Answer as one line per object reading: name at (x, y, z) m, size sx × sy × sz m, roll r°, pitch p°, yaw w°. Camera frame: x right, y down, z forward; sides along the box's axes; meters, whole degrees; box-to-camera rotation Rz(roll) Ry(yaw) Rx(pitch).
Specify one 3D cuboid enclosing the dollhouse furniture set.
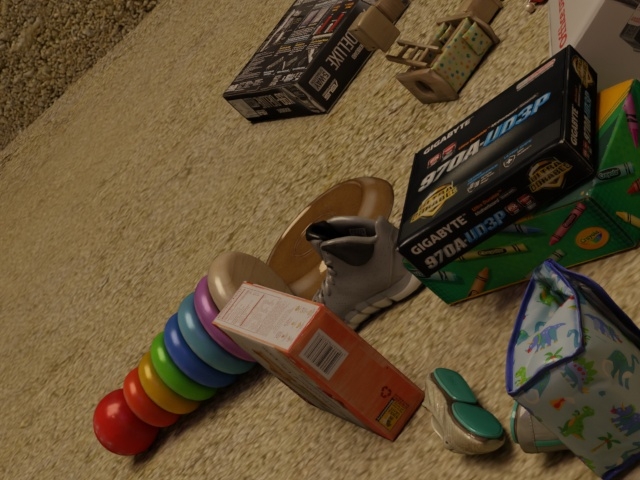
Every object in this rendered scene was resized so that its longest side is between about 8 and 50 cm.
dollhouse furniture set at (0.159, -0.307, 2.073) m, size 0.182 × 0.161 × 0.101 m, roll -55°, pitch 22°, yaw -15°

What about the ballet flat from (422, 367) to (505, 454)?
ballet flat at (0.133, 0.174, 1.446) m, size 0.168 × 0.057 × 0.052 m, roll -115°, pitch 41°, yaw -71°

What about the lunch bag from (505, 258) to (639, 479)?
lunch bag at (0.225, 0.098, 1.269) m, size 0.096 × 0.129 × 0.151 m, roll -36°, pitch 22°, yaw 25°

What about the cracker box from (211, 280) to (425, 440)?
cracker box at (-0.007, 0.125, 1.640) m, size 0.067 × 0.156 × 0.232 m, roll -53°, pitch 21°, yaw -10°

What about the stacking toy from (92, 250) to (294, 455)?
stacking toy at (-0.176, 0.166, 1.959) m, size 0.330 × 0.141 × 0.141 m, roll -45°, pitch 20°, yaw 25°

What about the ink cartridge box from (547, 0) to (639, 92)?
ink cartridge box at (0.356, -0.304, 1.630) m, size 0.197 × 0.114 × 0.273 m, roll -80°, pitch 16°, yaw -55°

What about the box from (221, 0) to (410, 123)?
box at (-0.013, -0.317, 2.550) m, size 0.242 × 0.076 × 0.307 m, roll -54°, pitch 22°, yaw -16°

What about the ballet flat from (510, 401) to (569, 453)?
ballet flat at (0.221, 0.106, 1.377) m, size 0.068 × 0.072 × 0.213 m, roll -4°, pitch 42°, yaw 23°

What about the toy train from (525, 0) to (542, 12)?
toy train at (0.289, -0.374, 2.100) m, size 0.125 × 0.046 × 0.166 m, roll -49°, pitch 21°, yaw -4°

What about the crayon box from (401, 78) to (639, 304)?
crayon box at (0.225, -0.046, 1.590) m, size 0.278 × 0.081 × 0.165 m, roll -22°, pitch 33°, yaw 49°

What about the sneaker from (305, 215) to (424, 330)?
sneaker at (0.012, 0.040, 1.786) m, size 0.229 × 0.132 × 0.086 m, roll -36°, pitch 24°, yaw 27°

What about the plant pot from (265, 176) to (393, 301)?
plant pot at (0.000, 0.000, 2.024) m, size 0.236 × 0.032 × 0.236 m, roll -40°, pitch 21°, yaw 19°

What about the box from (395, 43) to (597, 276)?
box at (0.180, -0.080, 1.549) m, size 0.220 × 0.051 × 0.175 m, roll -34°, pitch 25°, yaw 33°
